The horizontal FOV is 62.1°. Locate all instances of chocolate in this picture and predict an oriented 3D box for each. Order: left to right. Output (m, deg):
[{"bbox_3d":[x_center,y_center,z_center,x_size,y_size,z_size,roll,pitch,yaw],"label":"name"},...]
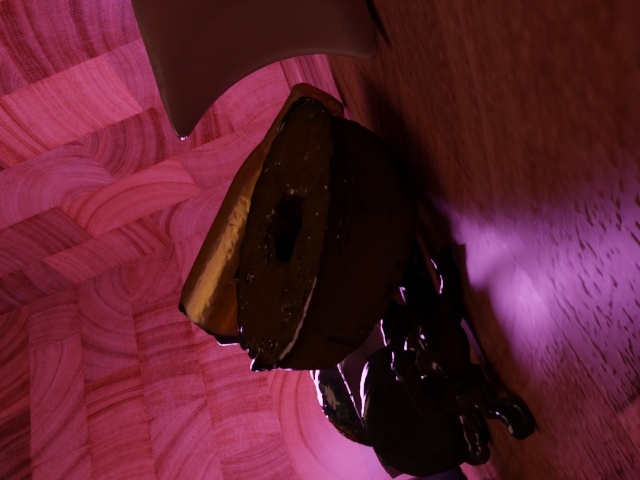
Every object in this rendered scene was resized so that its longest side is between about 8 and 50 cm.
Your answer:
[{"bbox_3d":[-0.083,-0.033,0.853,0.446,0.162,0.162,-60,32,30],"label":"chocolate"}]

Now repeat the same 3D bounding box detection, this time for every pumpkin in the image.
[{"bbox_3d":[0.109,0.307,1.205,0.328,0.257,0.292,-105,7,-47],"label":"pumpkin"}]

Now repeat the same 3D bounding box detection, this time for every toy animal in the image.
[{"bbox_3d":[0.113,0.092,0.487,0.233,0.084,0.148,67,-168,13],"label":"toy animal"}]

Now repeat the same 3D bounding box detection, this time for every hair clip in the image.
[{"bbox_3d":[-0.067,-0.239,0.437,0.113,0.172,0.282,54,-157,-49],"label":"hair clip"}]

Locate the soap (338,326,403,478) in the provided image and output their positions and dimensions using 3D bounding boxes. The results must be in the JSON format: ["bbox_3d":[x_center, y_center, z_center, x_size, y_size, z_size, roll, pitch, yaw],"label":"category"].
[{"bbox_3d":[0.090,0.140,0.903,0.261,0.156,0.447,67,180,-50],"label":"soap"}]

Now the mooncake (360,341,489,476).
[{"bbox_3d":[0.132,0.201,0.670,0.104,0.168,0.175,-76,-2,-71],"label":"mooncake"}]

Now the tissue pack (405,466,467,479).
[{"bbox_3d":[0.304,0.716,1.225,0.370,0.209,0.198,-106,-10,-73],"label":"tissue pack"}]

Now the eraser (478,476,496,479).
[{"bbox_3d":[0.226,0.385,0.665,0.343,0.078,0.144,62,-174,-68],"label":"eraser"}]

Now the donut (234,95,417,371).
[{"bbox_3d":[0.000,0.000,0.513,0.272,0.107,0.272,-166,90,-71],"label":"donut"}]

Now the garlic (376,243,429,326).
[{"bbox_3d":[0.057,0.004,0.700,0.164,0.145,0.245,30,-155,-31],"label":"garlic"}]
